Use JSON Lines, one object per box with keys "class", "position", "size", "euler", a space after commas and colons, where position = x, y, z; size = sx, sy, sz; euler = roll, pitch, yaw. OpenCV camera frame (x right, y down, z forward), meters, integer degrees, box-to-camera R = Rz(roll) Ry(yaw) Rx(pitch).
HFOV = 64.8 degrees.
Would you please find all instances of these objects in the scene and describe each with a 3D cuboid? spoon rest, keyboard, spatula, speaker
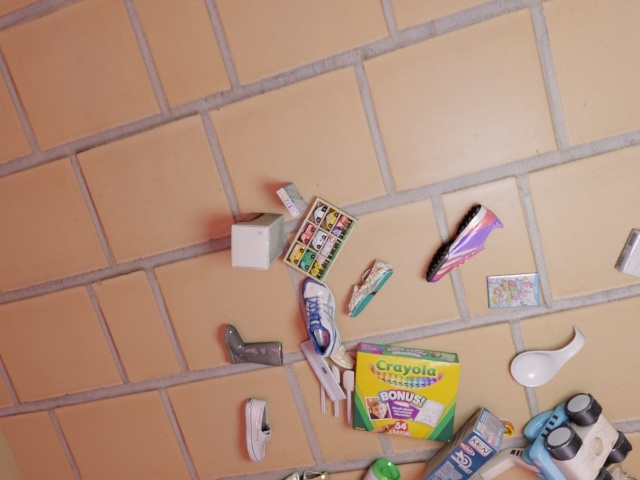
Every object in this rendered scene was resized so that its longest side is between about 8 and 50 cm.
{"class": "spoon rest", "position": [0.787, 0.405, 1.740], "size": [0.276, 0.084, 0.137], "euler": [-42, 93, 16]}
{"class": "keyboard", "position": [0.009, 0.491, 1.901], "size": [0.072, 0.014, 0.255], "euler": [-30, 90, 35]}
{"class": "spatula", "position": [0.057, 0.578, 1.922], "size": [0.168, 0.019, 0.241], "euler": [9, 113, 30]}
{"class": "speaker", "position": [0.199, 1.003, 1.968], "size": [0.131, 0.131, 0.296], "euler": [26, 106, 3]}

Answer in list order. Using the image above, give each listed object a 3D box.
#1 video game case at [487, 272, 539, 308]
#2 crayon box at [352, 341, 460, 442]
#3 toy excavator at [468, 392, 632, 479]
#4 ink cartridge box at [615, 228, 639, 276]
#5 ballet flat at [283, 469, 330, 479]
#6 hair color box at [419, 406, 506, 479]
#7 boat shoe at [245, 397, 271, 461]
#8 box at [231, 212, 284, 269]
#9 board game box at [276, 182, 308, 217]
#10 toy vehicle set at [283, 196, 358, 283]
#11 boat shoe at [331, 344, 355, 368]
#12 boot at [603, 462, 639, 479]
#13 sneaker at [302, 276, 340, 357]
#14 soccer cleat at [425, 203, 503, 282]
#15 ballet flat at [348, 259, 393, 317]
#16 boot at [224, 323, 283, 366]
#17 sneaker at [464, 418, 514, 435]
{"class": "video game case", "position": [0.666, 0.174, 1.742], "size": [0.167, 0.015, 0.119], "euler": [-5, 102, 11]}
{"class": "crayon box", "position": [0.309, 0.554, 1.850], "size": [0.363, 0.106, 0.312], "euler": [4, 104, 9]}
{"class": "toy excavator", "position": [0.768, 0.754, 1.771], "size": [0.433, 0.445, 0.222], "euler": [-42, 93, -25]}
{"class": "ink cartridge box", "position": [1.072, 0.052, 1.637], "size": [0.180, 0.045, 0.145], "euler": [13, 105, -12]}
{"class": "ballet flat", "position": [-0.073, 0.973, 2.049], "size": [0.233, 0.080, 0.073], "euler": [-8, 74, 10]}
{"class": "hair color box", "position": [0.501, 0.771, 1.797], "size": [0.105, 0.174, 0.347], "euler": [39, 117, 15]}
{"class": "boat shoe", "position": [-0.238, 0.759, 2.010], "size": [0.088, 0.096, 0.267], "euler": [-1, 95, 15]}
{"class": "box", "position": [-0.212, -0.004, 1.747], "size": [0.127, 0.232, 0.148], "euler": [4, 103, 9]}
{"class": "board game box", "position": [-0.094, -0.141, 1.733], "size": [0.026, 0.154, 0.103], "euler": [-33, 95, 15]}
{"class": "toy vehicle set", "position": [0.000, 0.000, 1.801], "size": [0.166, 0.035, 0.266], "euler": [29, 102, 3]}
{"class": "boat shoe", "position": [0.064, 0.413, 1.884], "size": [0.170, 0.063, 0.059], "euler": [34, 112, 2]}
{"class": "boot", "position": [1.075, 0.830, 1.793], "size": [0.165, 0.077, 0.213], "euler": [22, 111, 5]}
{"class": "sneaker", "position": [-0.001, 0.273, 1.807], "size": [0.112, 0.131, 0.296], "euler": [-20, 83, 15]}
{"class": "soccer cleat", "position": [0.479, 0.033, 1.699], "size": [0.116, 0.108, 0.318], "euler": [34, 104, -3]}
{"class": "ballet flat", "position": [0.167, 0.168, 1.809], "size": [0.077, 0.091, 0.241], "euler": [46, 104, 29]}
{"class": "boot", "position": [-0.253, 0.404, 1.934], "size": [0.209, 0.076, 0.189], "euler": [-1, 117, 18]}
{"class": "sneaker", "position": [0.616, 0.686, 1.847], "size": [0.175, 0.067, 0.064], "euler": [-8, 103, 14]}
